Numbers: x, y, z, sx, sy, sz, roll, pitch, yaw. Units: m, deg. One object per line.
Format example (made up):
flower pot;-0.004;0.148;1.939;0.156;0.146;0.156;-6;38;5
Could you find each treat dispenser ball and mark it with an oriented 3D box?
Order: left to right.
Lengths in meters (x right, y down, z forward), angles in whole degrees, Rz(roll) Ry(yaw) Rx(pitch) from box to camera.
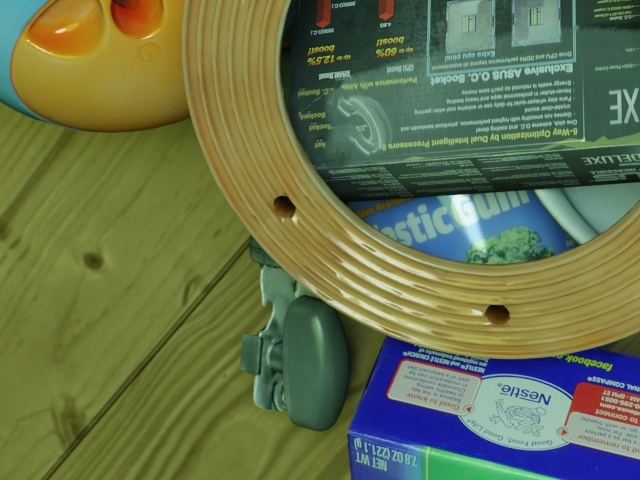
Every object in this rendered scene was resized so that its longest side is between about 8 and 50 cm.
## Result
treat dispenser ball;-0.145;-0.217;1.025;0.288;0.288;0.288;3;99;20

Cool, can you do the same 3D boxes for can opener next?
can opener;0.000;0.000;1.111;0.095;0.076;0.283;15;103;38

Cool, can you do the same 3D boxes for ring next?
ring;0.084;-0.086;0.802;0.337;0.032;0.336;9;120;15

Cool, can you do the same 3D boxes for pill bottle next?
pill bottle;0.087;-0.056;1.037;0.152;0.152;0.272;-22;91;22

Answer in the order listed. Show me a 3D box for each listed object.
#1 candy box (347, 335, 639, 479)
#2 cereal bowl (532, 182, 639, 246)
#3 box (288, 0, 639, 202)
candy box;0.164;0.215;0.987;0.268;0.122;0.317;12;137;18
cereal bowl;0.290;-0.107;0.935;0.339;0.141;0.339;-6;73;21
box;0.136;-0.155;0.890;0.307;0.076;0.242;-4;73;21
